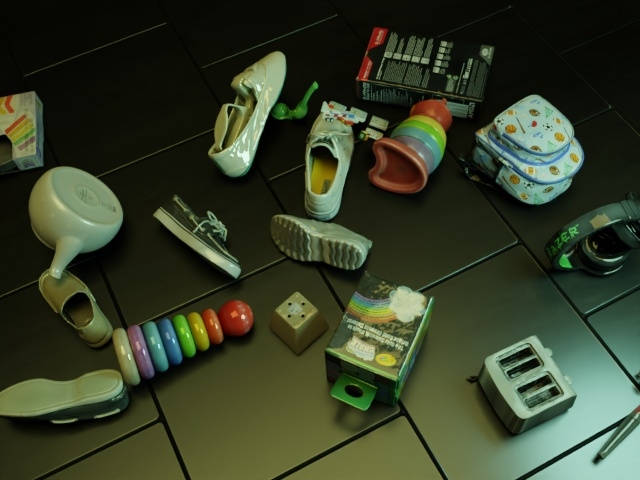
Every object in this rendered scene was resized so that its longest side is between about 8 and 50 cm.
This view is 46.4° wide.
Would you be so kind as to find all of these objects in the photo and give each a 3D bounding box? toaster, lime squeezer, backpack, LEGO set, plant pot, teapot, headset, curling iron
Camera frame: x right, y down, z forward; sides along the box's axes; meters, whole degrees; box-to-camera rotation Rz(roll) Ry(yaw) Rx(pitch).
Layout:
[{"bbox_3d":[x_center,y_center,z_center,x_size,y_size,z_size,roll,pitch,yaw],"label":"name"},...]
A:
[{"bbox_3d":[0.455,0.324,1.678,0.186,0.110,0.168,-22,58,-10],"label":"toaster"},{"bbox_3d":[-0.110,-0.391,2.173,0.310,0.110,0.058,-1,70,39],"label":"lime squeezer"},{"bbox_3d":[0.558,-0.235,1.980,0.276,0.213,0.263,-36,73,-21],"label":"backpack"},{"bbox_3d":[0.098,-0.341,2.059,0.182,0.060,0.244,22,26,1],"label":"LEGO set"},{"bbox_3d":[-0.055,0.189,1.799,0.109,0.096,0.109,-40,65,-20],"label":"plant pot"},{"bbox_3d":[-0.655,-0.058,1.939,0.252,0.256,0.187,47,113,5],"label":"teapot"},{"bbox_3d":[0.720,-0.037,1.829,0.394,0.243,0.185,-5,60,-26],"label":"headset"},{"bbox_3d":[0.695,0.385,1.670,0.068,0.035,0.274,33,64,26],"label":"curling iron"}]

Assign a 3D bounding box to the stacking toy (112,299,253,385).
[{"bbox_3d":[-0.316,0.231,1.779,0.330,0.141,0.141,-17,58,-14],"label":"stacking toy"}]

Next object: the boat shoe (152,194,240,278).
[{"bbox_3d":[-0.301,-0.017,1.935,0.306,0.113,0.105,35,80,32],"label":"boat shoe"}]

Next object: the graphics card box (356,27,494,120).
[{"bbox_3d":[0.312,-0.498,2.216,0.371,0.094,0.232,11,59,11],"label":"graphics card box"}]

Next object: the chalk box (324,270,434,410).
[{"bbox_3d":[0.121,0.252,1.704,0.180,0.179,0.289,22,62,15],"label":"chalk box"}]

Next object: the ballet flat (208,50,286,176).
[{"bbox_3d":[-0.206,-0.374,2.076,0.139,0.139,0.400,16,78,13],"label":"ballet flat"}]

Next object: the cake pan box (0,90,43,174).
[{"bbox_3d":[-0.940,-0.300,2.177,0.246,0.070,0.266,-12,58,-2],"label":"cake pan box"}]

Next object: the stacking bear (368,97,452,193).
[{"bbox_3d":[0.270,-0.278,2.049,0.164,0.175,0.289,24,54,14],"label":"stacking bear"}]

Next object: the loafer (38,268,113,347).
[{"bbox_3d":[-0.613,0.150,1.857,0.102,0.092,0.268,-41,64,-20],"label":"loafer"}]

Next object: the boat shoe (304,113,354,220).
[{"bbox_3d":[0.014,-0.245,2.034,0.136,0.156,0.367,7,58,7],"label":"boat shoe"}]

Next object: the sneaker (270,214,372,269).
[{"bbox_3d":[0.000,0.000,1.936,0.281,0.105,0.115,21,27,20],"label":"sneaker"}]

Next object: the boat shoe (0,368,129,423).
[{"bbox_3d":[-0.595,0.376,1.714,0.303,0.091,0.114,-6,38,2],"label":"boat shoe"}]
